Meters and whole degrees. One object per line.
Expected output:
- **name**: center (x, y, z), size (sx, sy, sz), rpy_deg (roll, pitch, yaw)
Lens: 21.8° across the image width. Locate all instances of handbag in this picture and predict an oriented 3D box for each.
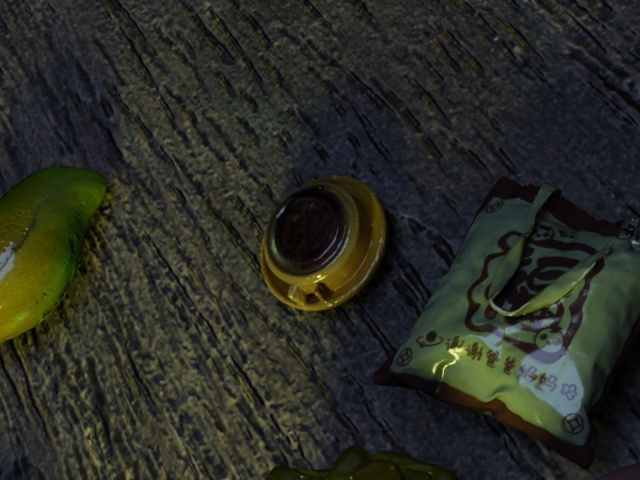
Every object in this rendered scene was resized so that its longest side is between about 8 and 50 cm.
- **handbag**: center (0.191, 0.066, 1.460), size (0.213, 0.127, 0.235), rpy_deg (19, 65, 33)

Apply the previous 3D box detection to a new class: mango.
- **mango**: center (-0.310, 0.012, 1.781), size (0.125, 0.111, 0.233), rpy_deg (32, 72, 25)

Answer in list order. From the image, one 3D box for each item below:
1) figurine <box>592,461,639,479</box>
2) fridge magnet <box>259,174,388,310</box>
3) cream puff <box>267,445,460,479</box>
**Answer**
- **figurine**: center (0.239, 0.276, 1.251), size (0.269, 0.261, 0.211), rpy_deg (-27, 68, -23)
- **fridge magnet**: center (0.000, 0.000, 1.635), size (0.143, 0.063, 0.143), rpy_deg (-13, 63, 27)
- **cream puff**: center (0.033, 0.255, 1.427), size (0.221, 0.195, 0.195), rpy_deg (-5, 65, 24)
